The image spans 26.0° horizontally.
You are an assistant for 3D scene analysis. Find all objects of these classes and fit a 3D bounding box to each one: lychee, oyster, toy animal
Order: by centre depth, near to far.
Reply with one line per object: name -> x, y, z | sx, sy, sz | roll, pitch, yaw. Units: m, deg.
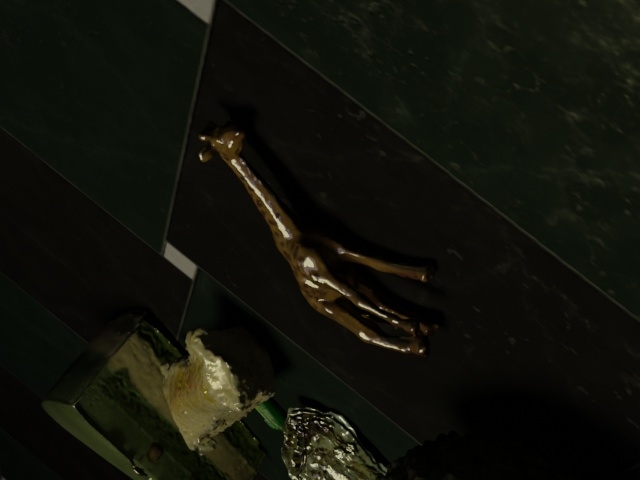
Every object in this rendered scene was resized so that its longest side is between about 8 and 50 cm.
toy animal -> -0.003, 0.003, 1.213 | 0.275, 0.054, 0.149 | 40, 154, 3
lychee -> 0.150, 0.300, 1.246 | 0.274, 0.255, 0.255 | 18, 147, 49
oyster -> 0.025, 0.263, 1.609 | 0.125, 0.064, 0.177 | -5, 121, 39

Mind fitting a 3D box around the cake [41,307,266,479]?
cake -> -0.222, 0.234, 1.812 | 0.172, 0.158, 0.283 | 4, 140, 54

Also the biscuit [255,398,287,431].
biscuit -> -0.066, 0.204, 1.687 | 0.089, 0.016, 0.046 | 50, 156, -19

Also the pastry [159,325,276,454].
pastry -> -0.123, 0.161, 1.602 | 0.121, 0.089, 0.258 | 52, 152, 6
